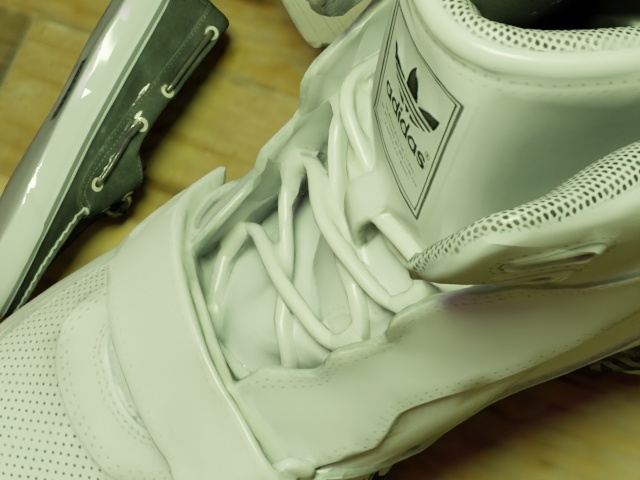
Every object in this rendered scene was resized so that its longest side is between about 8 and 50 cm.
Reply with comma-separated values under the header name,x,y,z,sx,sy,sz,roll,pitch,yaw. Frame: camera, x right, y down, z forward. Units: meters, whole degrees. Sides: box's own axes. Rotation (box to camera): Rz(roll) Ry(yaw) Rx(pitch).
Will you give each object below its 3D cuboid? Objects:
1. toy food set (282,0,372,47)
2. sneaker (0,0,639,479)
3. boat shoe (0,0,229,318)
name,x,y,z,sx,sy,sz,roll,pitch,yaw
toy food set,0.046,-0.238,0.706,0.219,0.092,0.306,-25,59,8
sneaker,0.000,0.000,0.550,0.365,0.210,0.137,-24,65,5
boat shoe,-0.078,-0.031,0.675,0.040,0.049,0.142,30,83,-16
